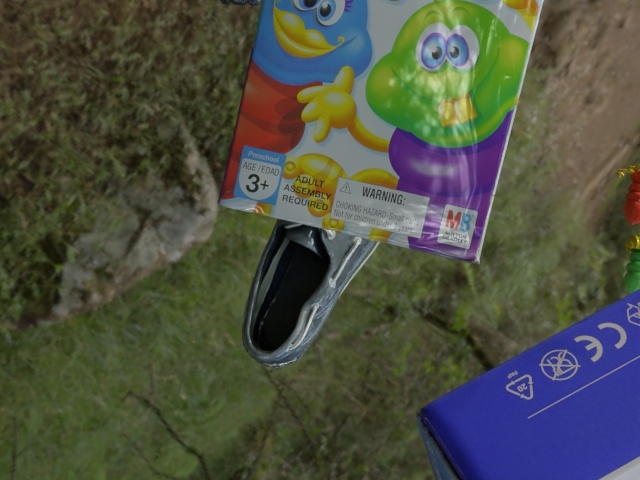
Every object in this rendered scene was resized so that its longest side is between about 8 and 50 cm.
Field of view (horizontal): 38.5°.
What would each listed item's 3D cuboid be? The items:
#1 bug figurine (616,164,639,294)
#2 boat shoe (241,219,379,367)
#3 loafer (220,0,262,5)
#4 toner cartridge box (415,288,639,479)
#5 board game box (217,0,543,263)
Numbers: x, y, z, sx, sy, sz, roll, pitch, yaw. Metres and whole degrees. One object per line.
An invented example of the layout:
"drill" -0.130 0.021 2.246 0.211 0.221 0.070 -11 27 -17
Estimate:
"bug figurine" 0.473 -0.035 1.223 0.279 0.072 0.216 143 -38 -74
"boat shoe" 0.000 0.000 1.050 0.320 0.116 0.099 -64 171 2
"loafer" -0.092 -0.342 1.112 0.223 0.076 0.078 -96 -170 -65
"toner cartridge box" 0.226 0.070 0.447 0.347 0.075 0.165 -27 134 -6
"board game box" 0.045 -0.143 0.518 0.144 0.142 0.276 -79 -178 -84
